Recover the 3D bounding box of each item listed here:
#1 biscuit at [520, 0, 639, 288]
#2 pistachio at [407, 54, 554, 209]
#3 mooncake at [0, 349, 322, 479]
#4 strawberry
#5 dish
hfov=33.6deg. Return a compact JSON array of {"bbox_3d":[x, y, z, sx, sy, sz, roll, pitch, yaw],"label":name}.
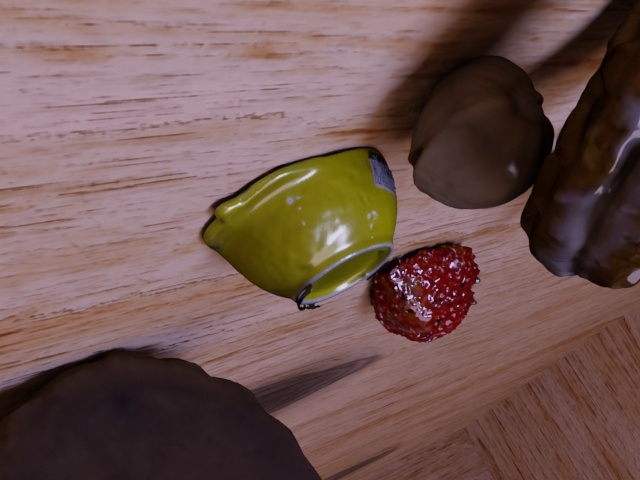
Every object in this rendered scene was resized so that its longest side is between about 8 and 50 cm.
[{"bbox_3d":[0.257,-0.110,0.753,0.332,0.103,0.332,-54,167,-18],"label":"biscuit"},{"bbox_3d":[0.116,-0.073,0.788,0.113,0.113,0.149,-24,166,-23],"label":"pistachio"},{"bbox_3d":[-0.161,0.270,0.918,0.324,0.324,0.187,-15,161,-42],"label":"mooncake"},{"bbox_3d":[0.129,0.067,1.237,0.140,0.085,0.192,-24,160,-15],"label":"strawberry"},{"bbox_3d":[0.000,0.000,0.840,0.149,0.080,0.207,-42,161,30],"label":"dish"}]
